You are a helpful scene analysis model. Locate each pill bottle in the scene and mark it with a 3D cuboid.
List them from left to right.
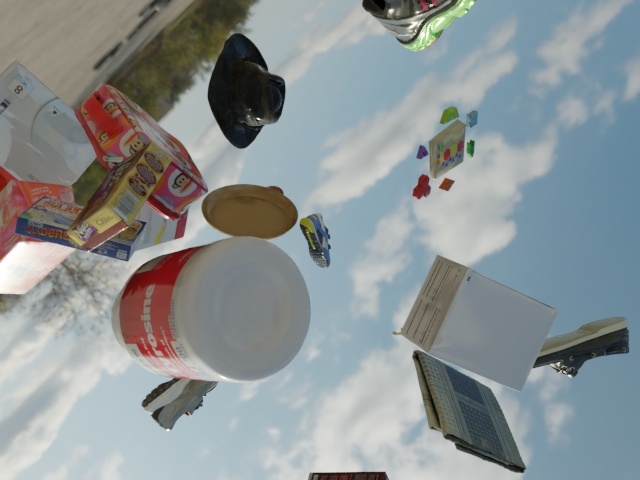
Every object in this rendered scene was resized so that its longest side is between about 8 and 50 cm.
[{"bbox_3d":[-0.214,0.127,1.307,0.407,0.229,0.229,-12,-143,55],"label":"pill bottle"}]

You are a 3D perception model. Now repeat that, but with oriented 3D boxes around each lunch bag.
[{"bbox_3d":[-0.370,-0.191,1.500,0.120,0.258,0.293,-43,-135,3],"label":"lunch bag"}]

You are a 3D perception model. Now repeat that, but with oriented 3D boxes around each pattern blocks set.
[{"bbox_3d":[0.398,-0.284,2.378,0.026,0.285,0.325,24,-148,36],"label":"pattern blocks set"}]

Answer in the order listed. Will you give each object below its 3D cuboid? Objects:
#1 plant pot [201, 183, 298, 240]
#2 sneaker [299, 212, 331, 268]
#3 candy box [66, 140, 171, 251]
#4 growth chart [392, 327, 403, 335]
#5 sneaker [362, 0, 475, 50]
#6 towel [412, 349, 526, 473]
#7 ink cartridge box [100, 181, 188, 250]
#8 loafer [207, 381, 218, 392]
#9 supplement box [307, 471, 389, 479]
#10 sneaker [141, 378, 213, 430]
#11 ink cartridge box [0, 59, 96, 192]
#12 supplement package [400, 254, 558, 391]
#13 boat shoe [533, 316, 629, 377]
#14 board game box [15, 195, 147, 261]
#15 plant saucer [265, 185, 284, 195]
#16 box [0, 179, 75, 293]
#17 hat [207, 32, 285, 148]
[{"bbox_3d":[-0.173,-0.062,1.835,0.236,0.236,0.032,-75,177,-55],"label":"plant pot"},{"bbox_3d":[0.000,0.000,1.798,0.053,0.144,0.059,6,-148,41],"label":"sneaker"},{"bbox_3d":[-0.323,-0.074,1.221,0.109,0.053,0.187,-26,-150,32],"label":"candy box"},{"bbox_3d":[0.359,0.245,2.367,0.237,0.172,0.021,-49,-137,37],"label":"growth chart"},{"bbox_3d":[0.205,-0.520,1.407,0.185,0.202,0.483,-68,-170,-22],"label":"sneaker"},{"bbox_3d":[0.399,0.474,2.064,0.056,0.312,0.324,-49,-153,22],"label":"towel"},{"bbox_3d":[-0.408,-0.067,1.725,0.176,0.128,0.127,-23,131,-58],"label":"ink cartridge box"},{"bbox_3d":[-0.305,0.359,2.099,0.267,0.096,0.084,-33,165,17],"label":"loafer"},{"bbox_3d":[0.075,0.741,2.166,0.239,0.073,0.130,-7,-143,21],"label":"supplement box"},{"bbox_3d":[-0.324,0.374,1.907,0.271,0.108,0.100,-37,-170,-36],"label":"sneaker"},{"bbox_3d":[-0.784,-0.216,1.921,0.091,0.308,0.385,-4,-132,52],"label":"ink cartridge box"},{"bbox_3d":[0.350,0.183,1.662,0.204,0.261,0.145,-65,-159,1],"label":"supplement package"},{"bbox_3d":[0.661,0.302,1.980,0.340,0.113,0.127,-18,-177,-12],"label":"boat shoe"},{"bbox_3d":[-0.431,-0.023,1.371,0.136,0.201,0.035,-93,-161,-71],"label":"board game box"},{"bbox_3d":[-0.168,-0.155,2.607,0.083,0.083,0.013,-59,159,-34],"label":"plant saucer"},{"bbox_3d":[-0.684,0.000,1.707,0.300,0.142,0.154,-31,-114,39],"label":"box"},{"bbox_3d":[-0.175,-0.411,2.109,0.134,0.331,0.331,10,-131,24],"label":"hat"}]
